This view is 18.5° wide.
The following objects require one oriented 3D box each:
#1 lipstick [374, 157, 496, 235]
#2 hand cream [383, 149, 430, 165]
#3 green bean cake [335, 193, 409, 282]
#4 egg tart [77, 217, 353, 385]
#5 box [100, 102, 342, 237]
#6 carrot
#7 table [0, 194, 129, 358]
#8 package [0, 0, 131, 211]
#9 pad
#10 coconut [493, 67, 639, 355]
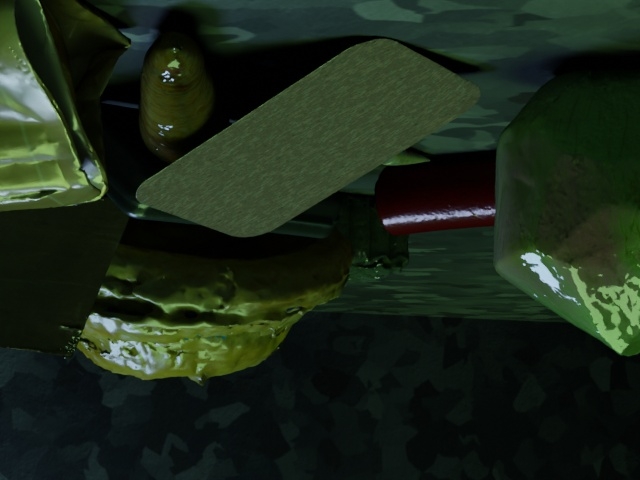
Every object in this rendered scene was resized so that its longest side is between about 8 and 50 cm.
[{"bbox_3d":[0.172,-0.049,2.020,0.241,0.080,0.080,-4,172,34],"label":"lipstick"},{"bbox_3d":[0.079,-0.085,1.986,0.035,0.022,0.102,-2,178,22],"label":"hand cream"},{"bbox_3d":[0.000,0.000,2.381,0.173,0.094,0.181,7,170,-35],"label":"green bean cake"},{"bbox_3d":[-0.155,0.039,2.091,0.388,0.169,0.388,4,-162,-1],"label":"egg tart"},{"bbox_3d":[-0.105,-0.062,1.749,0.230,0.050,0.160,6,-155,-39],"label":"box"},{"bbox_3d":[-0.109,-0.121,1.525,0.078,0.078,0.298,1,170,-3],"label":"carrot"},{"bbox_3d":[-0.306,-0.019,1.737,0.193,0.169,0.172,8,-156,-37],"label":"table"},{"bbox_3d":[-0.313,-0.087,1.408,0.311,0.165,0.221,-2,173,15],"label":"package"},{"bbox_3d":[-0.009,-0.078,1.603,0.266,0.002,0.176,-31,151,26],"label":"pad"},{"bbox_3d":[0.244,-0.022,1.598,0.236,0.236,0.204,6,168,-38],"label":"coconut"}]
